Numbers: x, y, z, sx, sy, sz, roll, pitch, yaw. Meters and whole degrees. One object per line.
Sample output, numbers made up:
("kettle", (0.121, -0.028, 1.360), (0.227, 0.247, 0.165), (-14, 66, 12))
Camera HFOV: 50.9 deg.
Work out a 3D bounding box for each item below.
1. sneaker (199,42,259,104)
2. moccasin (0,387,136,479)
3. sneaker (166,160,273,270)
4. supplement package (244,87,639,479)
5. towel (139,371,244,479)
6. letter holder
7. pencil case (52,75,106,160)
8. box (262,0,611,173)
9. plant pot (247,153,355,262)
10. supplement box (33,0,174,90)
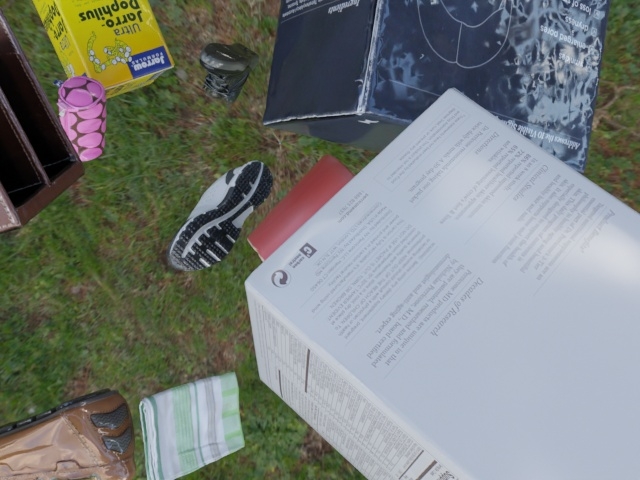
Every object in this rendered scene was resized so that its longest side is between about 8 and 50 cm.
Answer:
("sneaker", (-0.204, -0.343, 1.408), (0.087, 0.227, 0.130), (30, 108, 0))
("moccasin", (-0.389, 0.312, 0.902), (0.379, 0.139, 0.147), (-22, 82, 22))
("sneaker", (-0.081, -0.018, 0.525), (0.109, 0.043, 0.040), (-50, 120, -27))
("supplement package", (0.115, 0.084, 0.453), (0.262, 0.198, 0.199), (39, 67, 17))
("towel", (-0.160, 0.240, 0.872), (0.023, 0.152, 0.113), (-3, 94, 42))
("letter holder", (-0.436, -0.097, 0.662), (0.301, 0.152, 0.215), (-15, 113, 12))
("pencil case", (-0.498, -0.246, 1.397), (0.095, 0.209, 0.098), (29, 59, 1))
("box", (0.205, -0.376, 1.091), (0.479, 0.297, 0.472), (8, 89, -33))
("plant pot", (0.000, 0.000, 1.396), (0.243, 0.275, 0.275), (-37, 99, -3))
("supplement box", (-0.505, -0.509, 1.499), (0.195, 0.194, 0.357), (-27, 103, -26))
